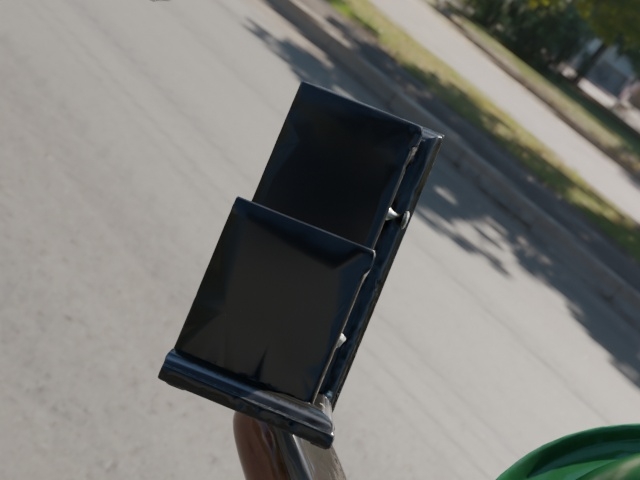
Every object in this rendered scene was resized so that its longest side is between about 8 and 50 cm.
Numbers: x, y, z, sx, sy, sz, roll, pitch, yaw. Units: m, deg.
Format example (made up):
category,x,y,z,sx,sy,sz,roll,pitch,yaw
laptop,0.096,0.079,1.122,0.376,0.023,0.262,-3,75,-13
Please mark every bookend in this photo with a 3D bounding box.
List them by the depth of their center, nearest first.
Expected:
category,x,y,z,sx,sy,sz,roll,pitch,yaw
bookend,0.000,0.000,0.538,0.072,0.157,0.156,22,-5,2

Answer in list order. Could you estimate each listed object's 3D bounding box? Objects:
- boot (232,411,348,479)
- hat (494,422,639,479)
category,x,y,z,sx,sy,sz,roll,pitch,yaw
boot,-0.111,0.226,0.709,0.096,0.281,0.264,-70,149,-74
hat,0.139,0.079,0.359,0.173,0.183,0.208,-24,48,-23
